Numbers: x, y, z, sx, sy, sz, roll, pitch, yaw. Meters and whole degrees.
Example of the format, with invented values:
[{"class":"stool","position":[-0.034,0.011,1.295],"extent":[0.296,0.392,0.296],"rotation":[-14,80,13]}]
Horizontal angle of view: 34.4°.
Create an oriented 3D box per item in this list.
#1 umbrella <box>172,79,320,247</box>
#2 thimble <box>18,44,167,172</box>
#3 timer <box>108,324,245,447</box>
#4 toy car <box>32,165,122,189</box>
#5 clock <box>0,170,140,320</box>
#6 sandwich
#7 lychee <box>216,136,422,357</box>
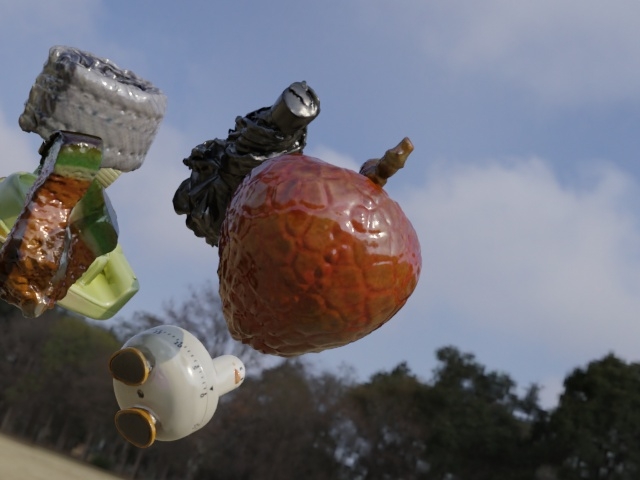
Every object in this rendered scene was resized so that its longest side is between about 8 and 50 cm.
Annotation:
[{"class":"umbrella","position":[-0.103,-0.092,1.427],"extent":[0.128,0.154,0.337],"rotation":[-4,-12,-31]},{"class":"thimble","position":[-0.393,-0.231,1.808],"extent":[0.217,0.157,0.245],"rotation":[33,12,32]},{"class":"timer","position":[-0.299,0.285,2.109],"extent":[0.233,0.233,0.240],"rotation":[7,15,35]},{"class":"toy car","position":[-0.507,-0.142,2.279],"extent":[0.235,0.235,0.145],"rotation":[-2,-43,50]},{"class":"clock","position":[-0.517,-0.008,1.958],"extent":[0.286,0.117,0.348],"rotation":[52,9,37]},{"class":"sandwich","position":[-0.391,-0.020,1.590],"extent":[0.162,0.301,0.250],"rotation":[23,-15,-18]},{"class":"lychee","position":[0.000,0.000,1.207],"extent":[0.255,0.300,0.255],"rotation":[25,2,-1]}]
